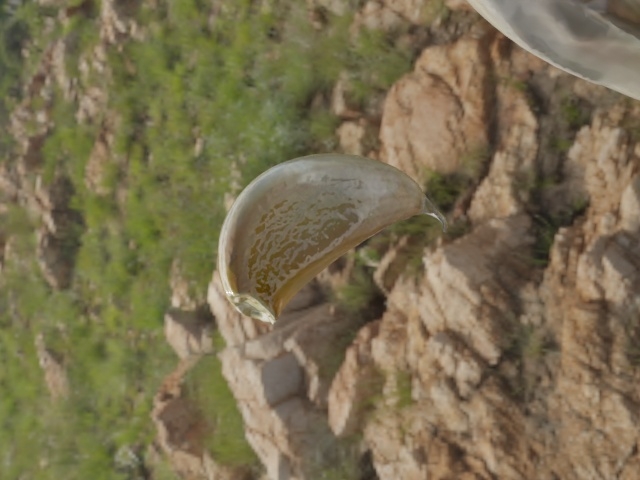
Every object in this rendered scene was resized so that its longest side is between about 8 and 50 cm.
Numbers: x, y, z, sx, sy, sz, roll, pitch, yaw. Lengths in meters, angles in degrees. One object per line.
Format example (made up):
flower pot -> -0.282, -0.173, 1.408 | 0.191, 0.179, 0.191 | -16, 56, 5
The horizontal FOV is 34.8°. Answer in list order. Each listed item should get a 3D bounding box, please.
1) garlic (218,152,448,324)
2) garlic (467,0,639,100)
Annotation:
garlic -> -0.002, -0.012, 1.107 | 0.164, 0.245, 0.145 | 58, 174, 36
garlic -> 0.134, -0.161, 0.303 | 0.210, 0.292, 0.237 | 155, 115, -74
